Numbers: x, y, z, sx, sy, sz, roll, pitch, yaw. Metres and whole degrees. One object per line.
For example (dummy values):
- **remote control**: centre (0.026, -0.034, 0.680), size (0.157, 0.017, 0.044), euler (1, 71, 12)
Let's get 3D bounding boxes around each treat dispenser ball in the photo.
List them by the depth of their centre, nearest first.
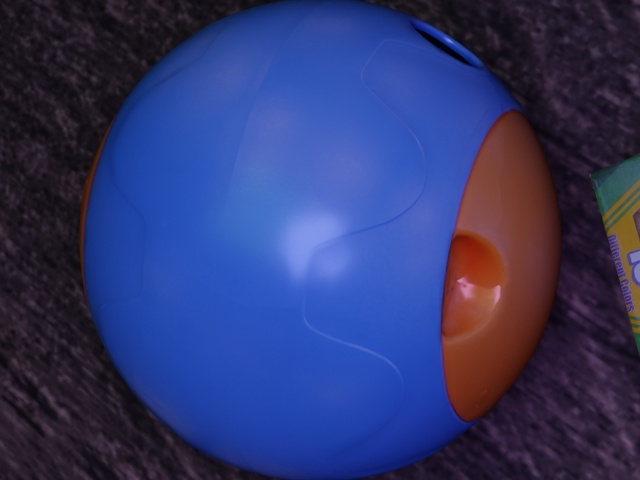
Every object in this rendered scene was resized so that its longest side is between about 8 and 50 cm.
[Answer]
- **treat dispenser ball**: centre (0.000, 0.000, 1.028), size (0.288, 0.288, 0.288), euler (-7, 76, 29)

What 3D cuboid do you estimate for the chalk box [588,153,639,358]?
- **chalk box**: centre (0.282, -0.004, 0.958), size (0.213, 0.132, 0.132), euler (-21, 69, 24)
